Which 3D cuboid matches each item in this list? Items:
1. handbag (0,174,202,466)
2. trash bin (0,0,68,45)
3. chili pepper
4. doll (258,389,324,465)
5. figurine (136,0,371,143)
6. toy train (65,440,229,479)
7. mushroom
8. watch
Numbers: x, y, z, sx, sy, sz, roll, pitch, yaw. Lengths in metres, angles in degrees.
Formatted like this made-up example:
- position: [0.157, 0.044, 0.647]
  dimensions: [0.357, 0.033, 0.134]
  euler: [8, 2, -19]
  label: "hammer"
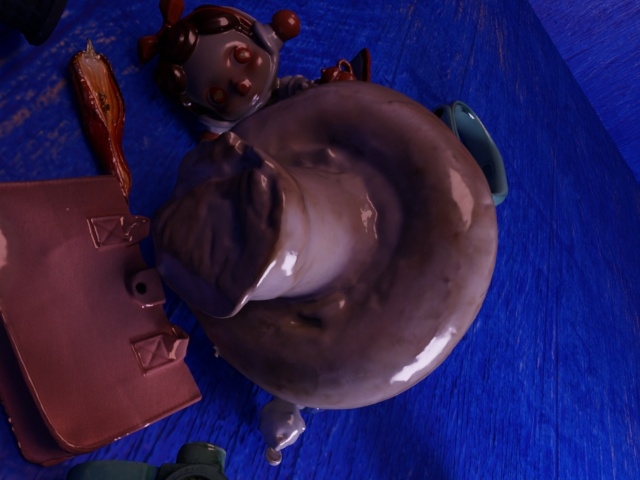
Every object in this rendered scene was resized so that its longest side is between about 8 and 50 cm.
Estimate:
- position: [-0.189, 0.053, 0.541]
  dimensions: [0.157, 0.059, 0.213]
  euler: [-14, 80, -55]
  label: "handbag"
- position: [-0.287, -0.268, 0.540]
  dimensions: [0.160, 0.175, 0.176]
  euler: [13, 58, -36]
  label: "trash bin"
- position: [-0.207, -0.111, 0.650]
  dimensions: [0.045, 0.027, 0.178]
  euler: [-8, 76, -50]
  label: "chili pepper"
- position: [-0.027, 0.133, 0.712]
  dimensions: [0.114, 0.057, 0.227]
  euler: [35, 38, -10]
  label: "doll"
- position: [-0.088, -0.183, 0.747]
  dimensions: [0.226, 0.183, 0.160]
  euler: [32, 35, -21]
  label: "figurine"
- position: [-0.127, 0.250, 0.429]
  dimensions: [0.101, 0.159, 0.248]
  euler: [78, 11, -47]
  label: "toy train"
- position: [0.000, 0.000, 0.579]
  dimensions: [0.290, 0.297, 0.298]
  euler: [16, 54, -72]
  label: "mushroom"
- position: [0.288, -0.161, 1.307]
  dimensions: [0.195, 0.068, 0.237]
  euler: [35, 43, -34]
  label: "watch"
